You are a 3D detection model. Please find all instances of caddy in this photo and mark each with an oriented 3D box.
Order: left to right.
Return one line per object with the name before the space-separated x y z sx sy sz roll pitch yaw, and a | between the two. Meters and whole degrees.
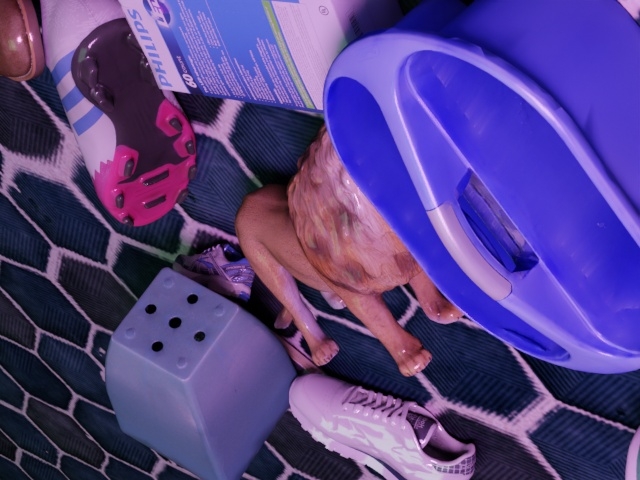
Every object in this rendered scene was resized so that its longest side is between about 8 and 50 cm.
caddy | 0.152 -0.044 1.084 0.341 0.179 0.241 50 150 -19

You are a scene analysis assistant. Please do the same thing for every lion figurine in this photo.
lion figurine | 0.000 0.000 1.357 0.240 0.142 0.392 53 150 -18

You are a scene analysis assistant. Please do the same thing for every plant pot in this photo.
plant pot | -0.144 0.143 1.614 0.165 0.165 0.234 27 157 21

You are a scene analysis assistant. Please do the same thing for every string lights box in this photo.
string lights box | -0.053 -0.188 1.219 0.259 0.077 0.133 14 141 38

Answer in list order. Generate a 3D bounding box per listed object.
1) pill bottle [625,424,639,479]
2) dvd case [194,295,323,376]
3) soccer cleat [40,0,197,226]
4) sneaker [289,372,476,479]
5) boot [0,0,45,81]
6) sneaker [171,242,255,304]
pill bottle | 0.380 0.208 1.233 0.208 0.117 0.117 -5 129 52
dvd case | -0.108 0.123 1.769 0.221 0.018 0.164 38 152 0
soccer cleat | -0.207 -0.147 1.442 0.143 0.116 0.331 53 163 29
sneaker | 0.073 0.211 1.638 0.235 0.090 0.095 29 137 10
boot | -0.371 -0.213 1.421 0.305 0.115 0.112 23 124 51
sneaker | -0.117 0.031 1.622 0.135 0.058 0.052 19 173 47
